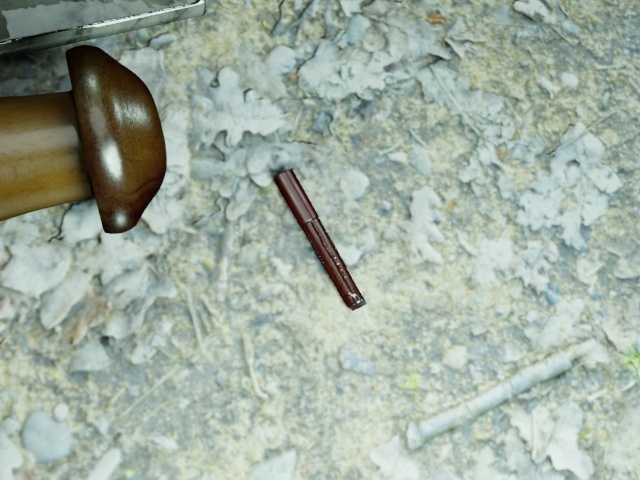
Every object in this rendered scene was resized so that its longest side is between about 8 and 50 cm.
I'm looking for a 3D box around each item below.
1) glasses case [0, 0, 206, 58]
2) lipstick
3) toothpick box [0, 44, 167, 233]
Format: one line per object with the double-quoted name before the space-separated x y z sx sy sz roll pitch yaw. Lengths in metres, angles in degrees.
"glasses case" -0.287 -0.274 1.056 0.299 0.060 0.114 -17 72 -18
"lipstick" -0.001 0.000 1.059 0.027 0.027 0.176 -26 82 -20
"toothpick box" -0.303 -0.084 0.931 0.294 0.192 0.192 -11 75 -10
